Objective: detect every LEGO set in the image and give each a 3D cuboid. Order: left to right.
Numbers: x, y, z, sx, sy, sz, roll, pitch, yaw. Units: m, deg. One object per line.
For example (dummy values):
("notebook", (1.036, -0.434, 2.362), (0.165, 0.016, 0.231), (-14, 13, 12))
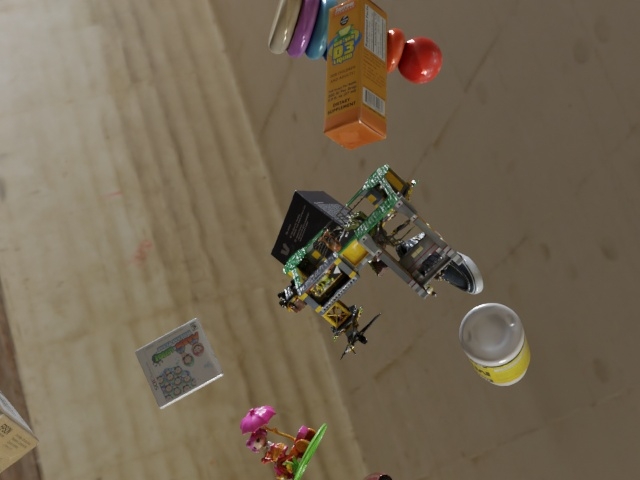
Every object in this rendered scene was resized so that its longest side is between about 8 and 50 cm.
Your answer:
("LEGO set", (0.102, 0.045, 1.577), (0.192, 0.331, 0.255), (42, 1, -18))

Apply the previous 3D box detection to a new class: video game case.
("video game case", (-0.309, 0.268, 1.933), (0.143, 0.157, 0.019), (61, 1, 20))

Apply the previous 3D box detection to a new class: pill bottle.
("pill bottle", (0.339, 0.207, 1.697), (0.119, 0.119, 0.208), (68, 8, 28))

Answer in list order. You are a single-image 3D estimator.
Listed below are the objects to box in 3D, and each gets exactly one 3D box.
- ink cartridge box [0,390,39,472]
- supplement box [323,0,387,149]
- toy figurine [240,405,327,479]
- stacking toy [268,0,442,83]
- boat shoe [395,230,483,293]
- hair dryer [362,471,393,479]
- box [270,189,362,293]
("ink cartridge box", (-0.472, 0.198, 1.144), (0.193, 0.088, 0.234), (49, -18, 12))
("supplement box", (0.057, -0.269, 1.412), (0.078, 0.080, 0.233), (-15, -119, 37))
("toy figurine", (-0.094, 0.416, 1.829), (0.173, 0.159, 0.130), (-67, 169, 24))
("stacking toy", (0.074, -0.380, 1.689), (0.141, 0.330, 0.141), (-165, -90, -79))
("boat shoe", (0.215, 0.050, 1.623), (0.183, 0.083, 0.065), (46, -34, 47))
("hair dryer", (0.076, 0.630, 2.122), (0.293, 0.224, 0.080), (-39, -109, 31))
("box", (0.000, 0.000, 1.821), (0.158, 0.093, 0.156), (38, -63, 33))
